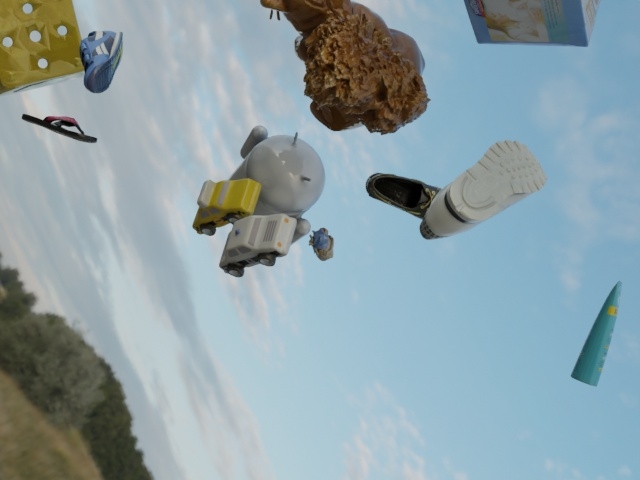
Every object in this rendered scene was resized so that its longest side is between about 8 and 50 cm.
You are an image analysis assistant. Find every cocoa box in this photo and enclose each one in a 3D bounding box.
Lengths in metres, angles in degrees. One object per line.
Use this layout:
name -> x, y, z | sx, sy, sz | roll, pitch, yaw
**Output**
cocoa box -> 0.383, -0.548, 1.578 | 0.232, 0.227, 0.347 | 8, -23, 27

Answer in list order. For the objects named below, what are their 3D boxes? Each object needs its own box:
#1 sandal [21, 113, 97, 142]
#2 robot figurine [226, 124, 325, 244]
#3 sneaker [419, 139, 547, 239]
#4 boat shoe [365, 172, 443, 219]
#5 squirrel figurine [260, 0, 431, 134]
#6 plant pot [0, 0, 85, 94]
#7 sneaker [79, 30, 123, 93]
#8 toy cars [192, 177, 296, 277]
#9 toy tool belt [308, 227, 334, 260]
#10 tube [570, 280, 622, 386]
sandal -> -0.551, -0.247, 1.822 | 0.179, 0.040, 0.067 | 21, -4, 16
robot figurine -> -0.117, -0.132, 2.127 | 0.353, 0.200, 0.299 | -38, -104, 55
sneaker -> 0.229, -0.069, 1.212 | 0.090, 0.235, 0.095 | 55, -41, 12
boat shoe -> 0.211, -0.092, 1.899 | 0.068, 0.228, 0.081 | -135, -119, -86
squirrel figurine -> 0.052, -0.411, 1.772 | 0.370, 0.281, 0.397 | 55, 5, -35
plant pot -> -0.503, -0.352, 1.469 | 0.187, 0.212, 0.212 | 30, -46, 58
sneaker -> -0.343, -0.274, 1.315 | 0.144, 0.059, 0.053 | -84, -172, -49
toy cars -> -0.178, -0.042, 1.733 | 0.087, 0.176, 0.394 | 35, 5, -32
toy tool belt -> 0.000, 0.000, 1.826 | 0.051, 0.052, 0.083 | 36, 37, -45
tube -> 0.538, 0.175, 1.651 | 0.052, 0.207, 0.080 | 20, 3, 18
